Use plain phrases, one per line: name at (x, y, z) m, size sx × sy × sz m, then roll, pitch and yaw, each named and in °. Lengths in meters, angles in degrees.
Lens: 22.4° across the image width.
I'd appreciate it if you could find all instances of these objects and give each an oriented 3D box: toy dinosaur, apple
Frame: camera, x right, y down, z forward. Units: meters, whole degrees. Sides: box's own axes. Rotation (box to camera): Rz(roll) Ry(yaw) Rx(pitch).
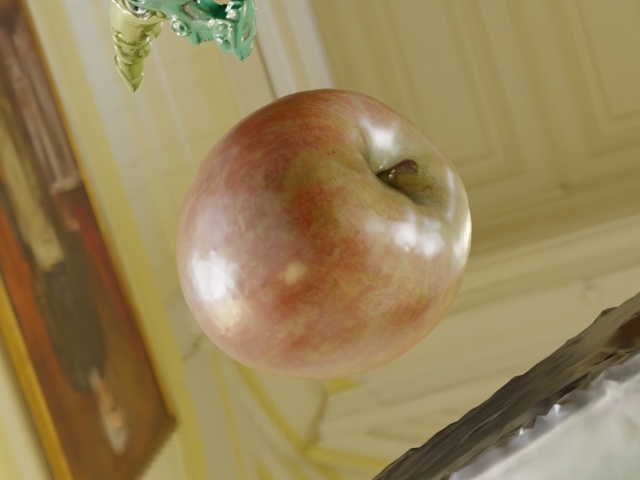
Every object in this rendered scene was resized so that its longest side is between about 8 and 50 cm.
toy dinosaur at (-0.076, -0.152, 0.838) m, size 0.153 × 0.259 × 0.094 m, roll 28°, pitch -124°, yaw 19°
apple at (0.000, 0.000, 1.061) m, size 0.174 × 0.188 × 0.188 m, roll -48°, pitch 169°, yaw 36°

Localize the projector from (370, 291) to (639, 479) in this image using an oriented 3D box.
projector at (0.202, 0.184, 0.435) m, size 0.395 × 0.405 × 0.242 m, roll -40°, pitch 174°, yaw 32°
